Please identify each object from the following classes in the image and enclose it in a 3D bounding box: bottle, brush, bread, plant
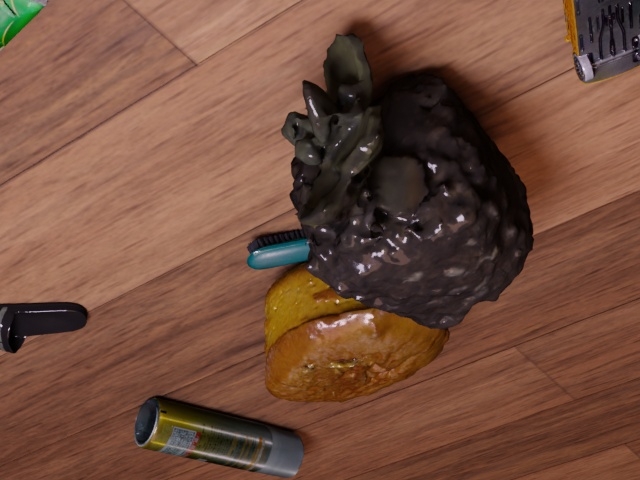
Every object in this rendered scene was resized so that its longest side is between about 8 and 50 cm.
[{"bbox_3d":[-0.160,0.327,1.538,0.286,0.082,0.082,22,135,-31],"label":"bottle"},{"bbox_3d":[0.000,0.000,1.171,0.193,0.032,0.043,-12,144,-12],"label":"brush"},{"bbox_3d":[0.045,0.115,1.217,0.268,0.145,0.268,-9,153,-5],"label":"bread"},{"bbox_3d":[0.063,-0.055,0.943,0.213,0.215,0.312,-34,141,27],"label":"plant"}]

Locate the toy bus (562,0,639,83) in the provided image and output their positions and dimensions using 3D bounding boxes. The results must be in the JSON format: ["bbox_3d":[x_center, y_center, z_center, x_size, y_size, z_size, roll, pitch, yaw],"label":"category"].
[{"bbox_3d":[0.258,-0.223,0.865,0.070,0.074,0.162,-20,140,6],"label":"toy bus"}]

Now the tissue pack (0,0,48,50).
[{"bbox_3d":[-0.341,-0.183,0.766,0.209,0.156,0.148,-30,135,30],"label":"tissue pack"}]

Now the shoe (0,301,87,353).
[{"bbox_3d":[-0.404,0.121,1.252,0.179,0.049,0.071,-4,143,-2],"label":"shoe"}]
